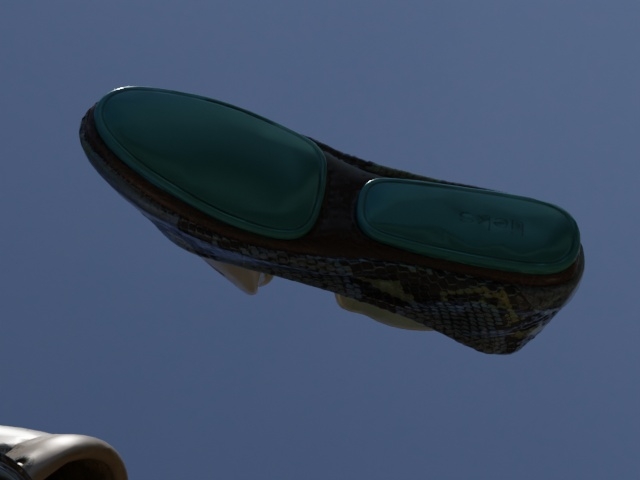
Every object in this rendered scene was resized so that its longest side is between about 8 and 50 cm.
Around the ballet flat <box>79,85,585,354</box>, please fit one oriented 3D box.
[{"bbox_3d":[0.000,0.000,0.655,0.070,0.188,0.070,18,-90,-89],"label":"ballet flat"}]

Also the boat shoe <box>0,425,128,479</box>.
[{"bbox_3d":[-0.169,0.179,0.625,0.302,0.098,0.109,-57,-49,-41],"label":"boat shoe"}]

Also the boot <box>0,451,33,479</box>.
[{"bbox_3d":[-0.113,0.132,0.373,0.082,0.106,0.219,43,-117,-17],"label":"boot"}]
